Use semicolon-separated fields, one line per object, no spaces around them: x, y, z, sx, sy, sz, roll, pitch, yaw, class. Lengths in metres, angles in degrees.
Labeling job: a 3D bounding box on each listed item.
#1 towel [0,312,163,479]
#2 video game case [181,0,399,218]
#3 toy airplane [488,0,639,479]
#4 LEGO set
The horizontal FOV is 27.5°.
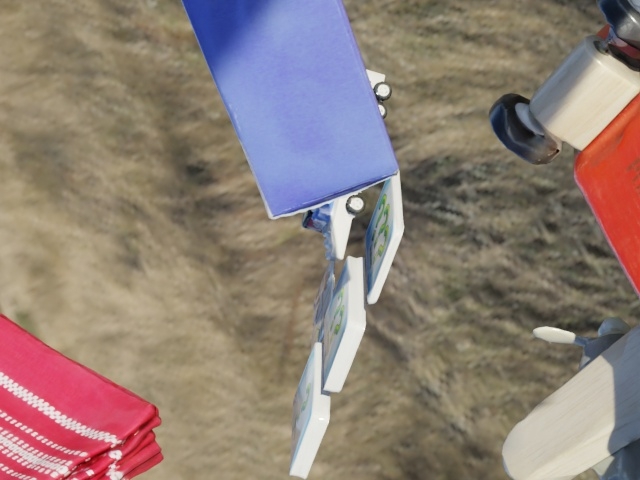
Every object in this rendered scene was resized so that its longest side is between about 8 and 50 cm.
-0.239;0.125;0.667;0.199;0.275;0.031;22;130;44;towel
-0.053;-0.181;0.556;0.244;0.061;0.270;-107;-4;-61;video game case
0.299;0.025;0.891;0.386;0.272;0.384;11;86;55;toy airplane
0.000;0.000;0.820;0.244;0.060;0.182;-87;15;-59;LEGO set
